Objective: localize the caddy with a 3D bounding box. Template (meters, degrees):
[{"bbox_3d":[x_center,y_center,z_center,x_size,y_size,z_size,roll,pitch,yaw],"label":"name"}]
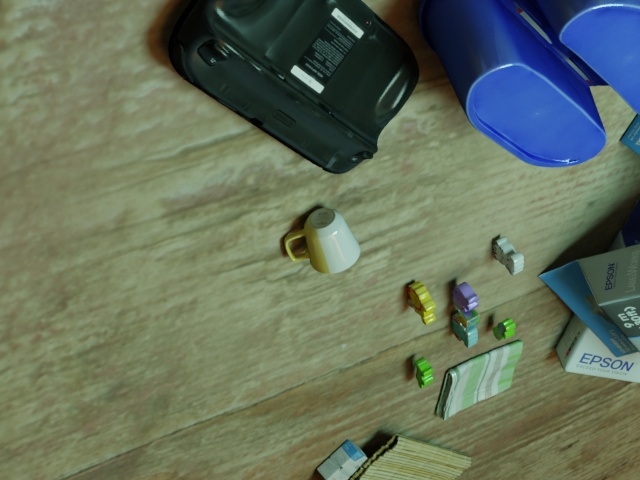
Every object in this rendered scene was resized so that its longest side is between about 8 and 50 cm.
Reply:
[{"bbox_3d":[0.259,-0.228,1.237,0.241,0.179,0.341,-30,149,25],"label":"caddy"}]

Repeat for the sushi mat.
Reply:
[{"bbox_3d":[0.140,0.391,1.845,0.151,0.019,0.316,-47,148,9],"label":"sushi mat"}]

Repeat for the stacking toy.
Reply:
[{"bbox_3d":[0.205,0.106,1.623,0.167,0.052,0.221,-27,142,-17],"label":"stacking toy"}]

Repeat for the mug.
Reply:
[{"bbox_3d":[0.004,0.000,1.328,0.078,0.062,0.064,-37,135,-17],"label":"mug"}]

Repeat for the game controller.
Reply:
[{"bbox_3d":[-0.014,-0.181,1.143,0.319,0.067,0.166,30,90,-52],"label":"game controller"}]

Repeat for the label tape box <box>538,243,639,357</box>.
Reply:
[{"bbox_3d":[0.525,0.113,1.648,0.348,0.115,0.249,-20,130,38],"label":"label tape box"}]

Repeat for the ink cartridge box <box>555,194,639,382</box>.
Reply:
[{"bbox_3d":[0.597,0.101,1.840,0.324,0.071,0.330,10,125,-15],"label":"ink cartridge box"}]

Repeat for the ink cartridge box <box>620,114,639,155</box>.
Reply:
[{"bbox_3d":[0.550,-0.099,1.572,0.134,0.231,0.078,7,121,-45],"label":"ink cartridge box"}]

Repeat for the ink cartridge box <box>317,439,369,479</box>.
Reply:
[{"bbox_3d":[0.028,0.346,1.715,0.083,0.028,0.048,-43,144,0],"label":"ink cartridge box"}]

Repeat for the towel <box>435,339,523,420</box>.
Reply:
[{"bbox_3d":[0.257,0.224,1.803,0.152,0.023,0.113,-18,138,-28],"label":"towel"}]
